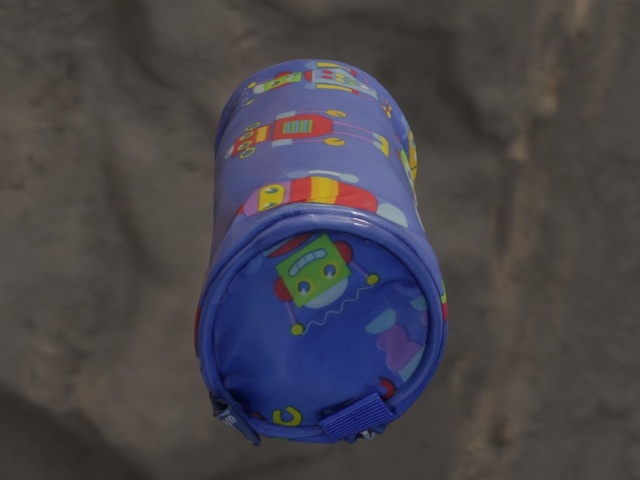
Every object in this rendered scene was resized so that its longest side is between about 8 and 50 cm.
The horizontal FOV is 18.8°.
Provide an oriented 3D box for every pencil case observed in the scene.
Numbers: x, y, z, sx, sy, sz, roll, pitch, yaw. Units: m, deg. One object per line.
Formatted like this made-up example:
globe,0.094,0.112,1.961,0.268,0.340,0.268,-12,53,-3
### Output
pencil case,0.000,0.000,1.009,0.306,0.119,0.133,-92,166,-70
